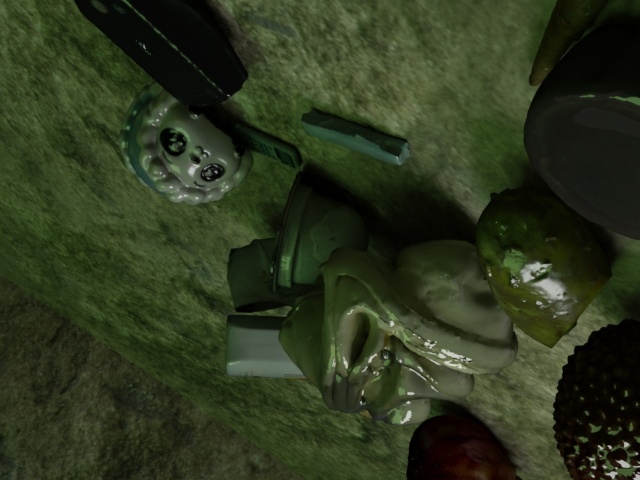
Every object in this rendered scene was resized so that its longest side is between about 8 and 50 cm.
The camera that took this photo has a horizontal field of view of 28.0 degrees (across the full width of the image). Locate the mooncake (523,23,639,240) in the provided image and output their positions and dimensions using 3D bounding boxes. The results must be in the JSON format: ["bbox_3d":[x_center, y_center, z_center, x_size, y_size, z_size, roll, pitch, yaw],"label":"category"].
[{"bbox_3d":[0.331,-0.108,1.299,0.245,0.133,0.245,32,159,14],"label":"mooncake"}]

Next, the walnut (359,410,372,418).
[{"bbox_3d":[0.122,0.246,2.334,0.155,0.184,0.155,28,153,16],"label":"walnut"}]

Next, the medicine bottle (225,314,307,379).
[{"bbox_3d":[-0.012,0.183,2.158,0.296,0.111,0.161,2,174,-5],"label":"medicine bottle"}]

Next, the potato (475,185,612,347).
[{"bbox_3d":[0.295,0.039,1.679,0.176,0.141,0.298,39,171,36],"label":"potato"}]

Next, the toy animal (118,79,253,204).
[{"bbox_3d":[-0.228,-0.145,2.078,0.208,0.156,0.204,42,175,-25],"label":"toy animal"}]

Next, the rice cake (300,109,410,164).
[{"bbox_3d":[0.047,-0.149,1.820,0.180,0.030,0.042,22,153,33],"label":"rice cake"}]

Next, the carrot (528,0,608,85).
[{"bbox_3d":[0.251,-0.217,1.329,0.049,0.049,0.254,35,162,6],"label":"carrot"}]

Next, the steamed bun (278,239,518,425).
[{"bbox_3d":[0.117,0.151,1.912,0.352,0.247,0.339,6,157,-5],"label":"steamed bun"}]

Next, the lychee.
[{"bbox_3d":[0.442,0.232,1.688,0.267,0.267,0.267,32,159,14],"label":"lychee"}]

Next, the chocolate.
[{"bbox_3d":[0.001,0.007,2.054,0.147,0.221,0.221,19,159,0],"label":"chocolate"}]

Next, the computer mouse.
[{"bbox_3d":[-0.221,-0.304,1.821,0.269,0.100,0.170,43,162,-28],"label":"computer mouse"}]

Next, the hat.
[{"bbox_3d":[-0.001,0.070,2.252,0.301,0.168,0.258,-3,164,25],"label":"hat"}]

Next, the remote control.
[{"bbox_3d":[-0.085,-0.151,2.048,0.124,0.018,0.053,27,158,26],"label":"remote control"}]

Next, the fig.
[{"bbox_3d":[0.272,0.464,2.517,0.224,0.224,0.263,15,156,46],"label":"fig"}]
